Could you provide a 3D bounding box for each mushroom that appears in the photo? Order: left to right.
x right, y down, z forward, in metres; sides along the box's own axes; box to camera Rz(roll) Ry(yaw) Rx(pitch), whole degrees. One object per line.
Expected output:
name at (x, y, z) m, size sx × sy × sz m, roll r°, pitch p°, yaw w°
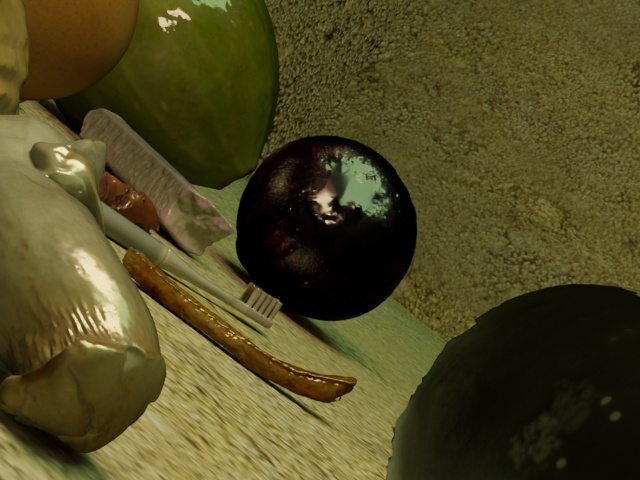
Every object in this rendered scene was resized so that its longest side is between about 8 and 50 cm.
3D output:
mushroom at (-0.135, 0.006, 0.738) m, size 0.099 × 0.096 × 0.278 m, roll -11°, pitch 22°, yaw -16°

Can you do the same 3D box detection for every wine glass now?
wine glass at (0.190, 0.165, 0.815) m, size 0.323 × 0.238 × 0.238 m, roll 34°, pitch 4°, yaw -42°

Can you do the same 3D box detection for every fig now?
fig at (-0.185, -0.207, 1.989) m, size 0.316 × 0.316 × 0.316 m, roll 38°, pitch 2°, yaw -2°

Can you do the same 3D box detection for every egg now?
egg at (-0.306, -0.267, 1.461) m, size 0.322 × 0.250 × 0.250 m, roll 45°, pitch -1°, yaw -25°

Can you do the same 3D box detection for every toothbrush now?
toothbrush at (-0.149, -0.002, 1.329) m, size 0.342 × 0.030 × 0.025 m, roll 33°, pitch 0°, yaw -41°

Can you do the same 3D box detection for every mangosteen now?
mangosteen at (0.000, 0.000, 1.803) m, size 0.211 × 0.211 × 0.250 m, roll 38°, pitch -29°, yaw 6°

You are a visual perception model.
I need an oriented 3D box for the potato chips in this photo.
potato chips at (-0.065, 0.069, 1.198) m, size 0.204 × 0.037 × 0.026 m, roll 32°, pitch -7°, yaw -10°

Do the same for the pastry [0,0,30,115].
pastry at (-0.268, -0.159, 0.942) m, size 0.256 × 0.170 × 0.237 m, roll 42°, pitch 4°, yaw -17°

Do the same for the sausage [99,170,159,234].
sausage at (-0.184, -0.036, 1.425) m, size 0.036 × 0.042 × 0.158 m, roll -1°, pitch -12°, yaw 15°

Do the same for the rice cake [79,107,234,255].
rice cake at (-0.184, -0.067, 1.719) m, size 0.072 × 0.056 × 0.365 m, roll 43°, pitch -1°, yaw -31°

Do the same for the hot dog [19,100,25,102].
hot dog at (-0.364, -0.198, 1.699) m, size 0.071 × 0.045 × 0.165 m, roll 37°, pitch 1°, yaw 38°
